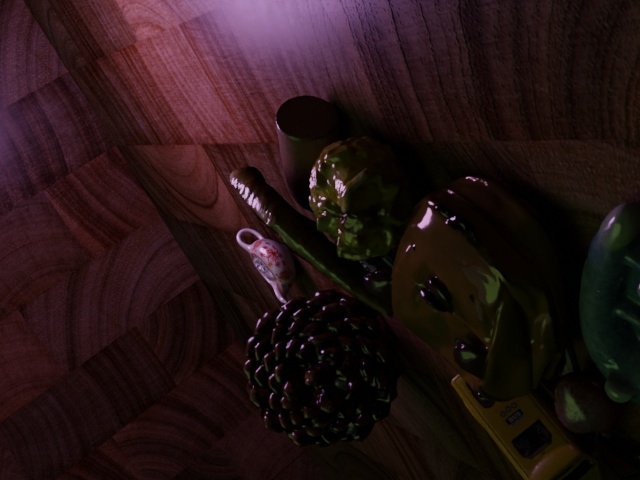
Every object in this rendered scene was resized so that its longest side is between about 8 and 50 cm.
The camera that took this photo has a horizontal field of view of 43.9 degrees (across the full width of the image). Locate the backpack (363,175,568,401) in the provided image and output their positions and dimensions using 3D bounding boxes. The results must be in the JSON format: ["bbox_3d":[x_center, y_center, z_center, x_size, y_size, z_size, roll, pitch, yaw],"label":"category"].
[{"bbox_3d":[0.247,0.075,1.291,0.353,0.201,0.378,39,149,43],"label":"backpack"}]

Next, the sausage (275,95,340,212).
[{"bbox_3d":[-0.018,-0.165,1.597,0.123,0.123,0.252,43,158,26],"label":"sausage"}]

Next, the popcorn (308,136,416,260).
[{"bbox_3d":[0.076,-0.069,1.428,0.217,0.181,0.234,-125,23,-69],"label":"popcorn"}]

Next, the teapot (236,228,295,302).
[{"bbox_3d":[-0.144,0.058,2.265,0.245,0.116,0.159,44,171,16],"label":"teapot"}]

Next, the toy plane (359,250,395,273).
[{"bbox_3d":[0.142,0.063,1.688,0.246,0.078,0.169,51,159,7],"label":"toy plane"}]

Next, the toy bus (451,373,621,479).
[{"bbox_3d":[0.383,0.355,1.426,0.331,0.145,0.151,53,-172,32],"label":"toy bus"}]

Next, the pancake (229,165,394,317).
[{"bbox_3d":[-0.004,-0.002,1.577,0.305,0.067,0.427,27,-167,-50],"label":"pancake"}]

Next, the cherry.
[{"bbox_3d":[0.473,0.309,1.347,0.225,0.107,0.090,54,-157,-15],"label":"cherry"}]

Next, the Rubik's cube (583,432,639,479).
[{"bbox_3d":[0.504,0.477,1.489,0.228,0.228,0.233,18,117,-6],"label":"Rubik's cube"}]

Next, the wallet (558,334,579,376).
[{"bbox_3d":[0.391,0.160,1.387,0.103,0.020,0.196,24,145,52],"label":"wallet"}]

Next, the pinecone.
[{"bbox_3d":[0.016,0.316,1.982,0.398,0.398,0.397,44,158,23],"label":"pinecone"}]

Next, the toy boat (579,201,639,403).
[{"bbox_3d":[0.433,0.110,1.068,0.215,0.123,0.329,37,153,35],"label":"toy boat"}]
